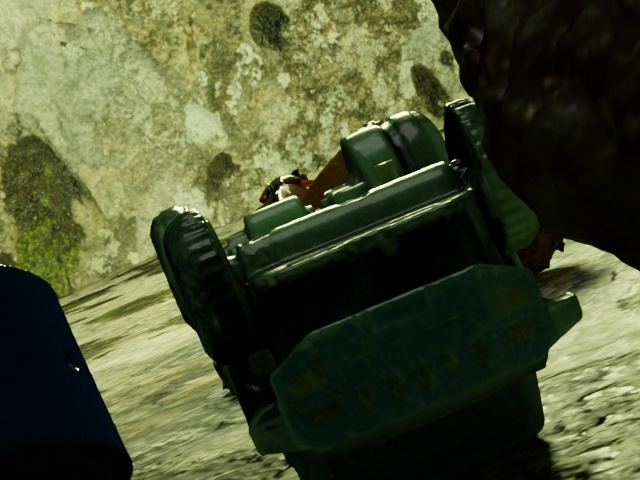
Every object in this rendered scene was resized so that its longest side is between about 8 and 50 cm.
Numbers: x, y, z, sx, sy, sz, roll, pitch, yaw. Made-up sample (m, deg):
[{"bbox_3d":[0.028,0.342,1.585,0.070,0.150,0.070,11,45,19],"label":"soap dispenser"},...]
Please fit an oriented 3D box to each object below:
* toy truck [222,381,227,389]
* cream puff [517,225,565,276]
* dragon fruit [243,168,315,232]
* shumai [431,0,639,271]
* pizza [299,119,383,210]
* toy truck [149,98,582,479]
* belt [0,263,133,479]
[{"bbox_3d":[-0.045,0.082,1.275,0.044,0.039,0.083,-9,-2,-22],"label":"toy truck"},{"bbox_3d":[0.108,-0.003,1.241,0.149,0.084,0.149,-17,6,2],"label":"cream puff"},{"bbox_3d":[0.000,0.000,1.592,0.138,0.142,0.175,19,-40,-27],"label":"dragon fruit"},{"bbox_3d":[0.256,-0.129,0.699,0.348,0.395,0.395,23,-22,-31],"label":"shumai"},{"bbox_3d":[0.049,0.003,1.346,0.193,0.053,0.201,-5,-53,-42],"label":"pizza"},{"bbox_3d":[0.020,0.032,0.830,0.155,0.156,0.279,-23,6,-5],"label":"toy truck"},{"bbox_3d":[-0.263,0.119,0.858,0.346,0.117,0.212,-14,-24,-29],"label":"belt"}]
